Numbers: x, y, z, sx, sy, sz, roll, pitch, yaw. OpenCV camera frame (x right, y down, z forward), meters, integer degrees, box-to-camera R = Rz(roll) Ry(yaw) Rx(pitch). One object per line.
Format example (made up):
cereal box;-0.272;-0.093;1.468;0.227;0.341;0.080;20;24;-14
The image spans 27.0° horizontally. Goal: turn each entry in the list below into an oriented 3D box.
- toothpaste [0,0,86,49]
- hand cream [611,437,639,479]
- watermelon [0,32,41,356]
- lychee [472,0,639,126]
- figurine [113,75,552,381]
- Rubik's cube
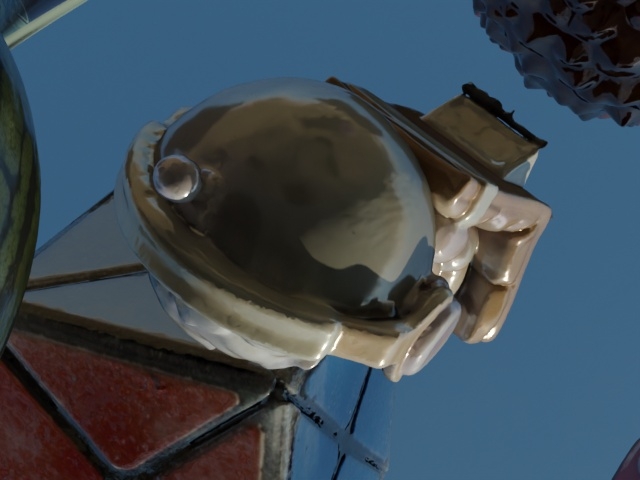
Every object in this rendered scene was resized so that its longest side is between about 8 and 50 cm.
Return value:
toothpaste;-0.272;-0.247;1.333;0.047;0.268;0.069;-34;-77;-43
hand cream;0.355;0.266;1.176;0.149;0.230;0.230;32;-110;-11
watermelon;-0.182;-0.012;0.372;0.212;0.212;0.212;1;-110;-3
lychee;0.317;-0.301;1.184;0.425;0.500;0.424;0;-84;-5
figurine;0.001;-0.003;0.599;0.162;0.237;0.141;42;-64;25
Rubik's cube;-0.095;0.123;1.040;0.255;0.259;0.260;15;-151;18
